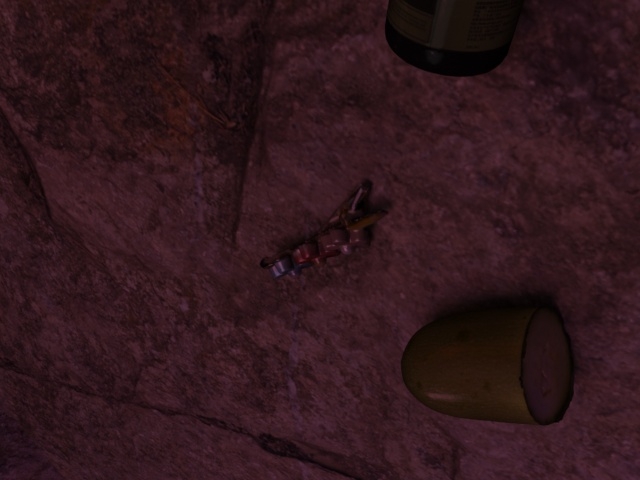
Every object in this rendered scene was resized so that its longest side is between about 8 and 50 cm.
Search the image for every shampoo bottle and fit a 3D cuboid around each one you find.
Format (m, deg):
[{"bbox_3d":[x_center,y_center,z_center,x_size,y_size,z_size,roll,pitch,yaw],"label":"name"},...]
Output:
[{"bbox_3d":[0.112,-0.255,0.499,0.101,0.101,0.284,27,136,19],"label":"shampoo bottle"}]

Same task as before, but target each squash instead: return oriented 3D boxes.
[{"bbox_3d":[0.161,0.128,0.774,0.187,0.123,0.123,-7,118,47],"label":"squash"}]

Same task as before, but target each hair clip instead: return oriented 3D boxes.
[{"bbox_3d":[0.002,0.006,0.846,0.214,0.062,0.056,-37,65,44],"label":"hair clip"}]
